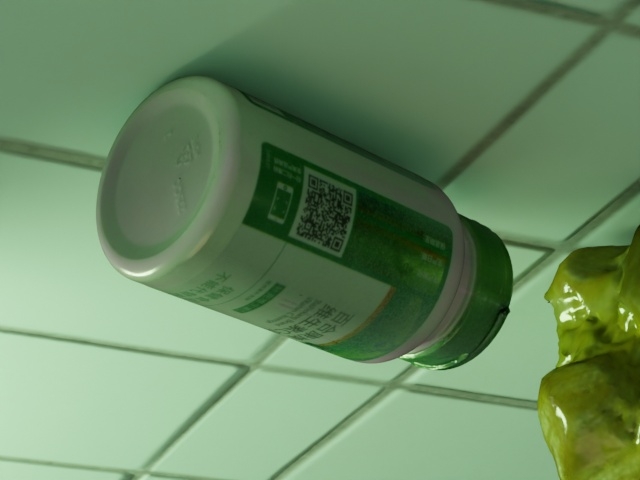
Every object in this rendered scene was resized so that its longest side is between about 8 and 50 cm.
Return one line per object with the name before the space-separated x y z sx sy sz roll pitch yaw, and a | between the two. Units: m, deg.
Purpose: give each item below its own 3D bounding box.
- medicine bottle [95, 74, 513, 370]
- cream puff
medicine bottle | 0.000 0.000 1.144 0.274 0.133 0.133 21 142 -40
cream puff | 0.328 0.121 1.281 0.274 0.270 0.323 -27 146 26
